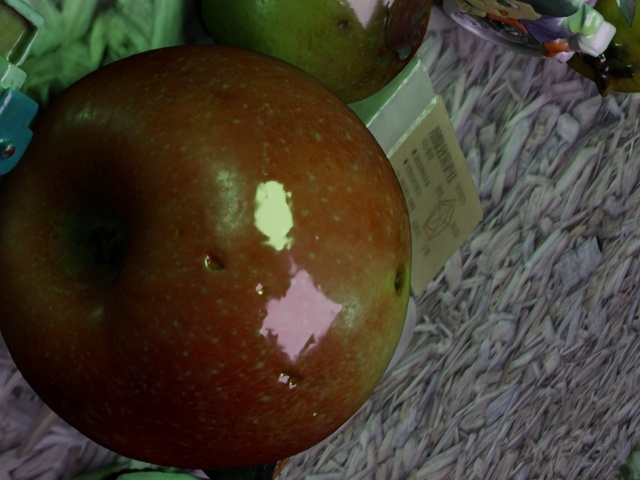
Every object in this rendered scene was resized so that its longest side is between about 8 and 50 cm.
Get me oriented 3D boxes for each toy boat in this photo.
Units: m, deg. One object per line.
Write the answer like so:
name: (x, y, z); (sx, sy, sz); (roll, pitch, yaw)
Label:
toy boat: (-0.262, -0.092, 0.980); (0.215, 0.102, 0.088); (-56, 149, -1)

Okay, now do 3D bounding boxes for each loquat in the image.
loquat: (0.380, -0.281, 1.645); (0.244, 0.244, 0.244); (-37, 145, -32)

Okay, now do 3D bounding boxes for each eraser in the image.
eraser: (0.088, -0.073, 1.556); (0.144, 0.078, 0.343); (-51, 149, -13)

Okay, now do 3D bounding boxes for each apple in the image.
apple: (-0.002, -0.216, 1.180); (0.207, 0.174, 0.188); (-3, 158, -5)
apple: (-0.097, 0.015, 1.100); (0.277, 0.348, 0.348); (7, 112, -56)

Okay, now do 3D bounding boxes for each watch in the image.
watch: (0.244, -0.324, 1.447); (0.231, 0.196, 0.244); (-64, 150, -3)

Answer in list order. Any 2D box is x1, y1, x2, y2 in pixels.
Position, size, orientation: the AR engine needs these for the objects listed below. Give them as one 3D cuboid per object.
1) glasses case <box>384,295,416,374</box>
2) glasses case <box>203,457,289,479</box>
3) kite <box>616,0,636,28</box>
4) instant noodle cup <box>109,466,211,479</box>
glasses case: (0.011, 0.155, 1.661); (0.297, 0.075, 0.113); (-33, 142, -38)
glasses case: (-0.060, 0.130, 1.480); (0.082, 0.122, 0.321); (-12, 128, -52)
kite: (0.342, -0.409, 1.472); (0.204, 0.022, 0.360); (60, 44, -44)
instant noodle cup: (-0.151, 0.407, 1.451); (0.340, 0.340, 0.266); (13, 95, -60)
